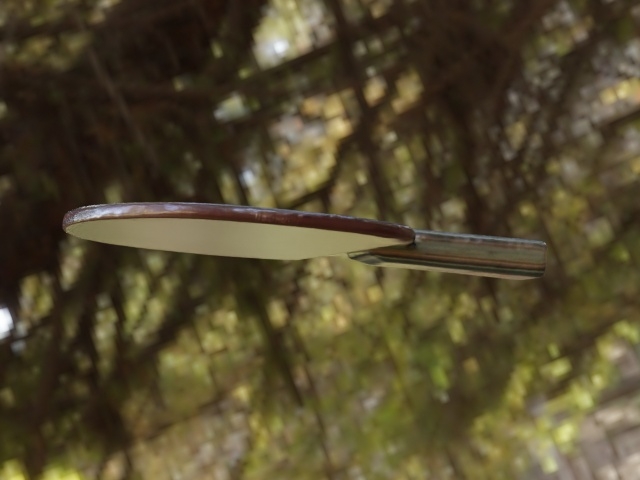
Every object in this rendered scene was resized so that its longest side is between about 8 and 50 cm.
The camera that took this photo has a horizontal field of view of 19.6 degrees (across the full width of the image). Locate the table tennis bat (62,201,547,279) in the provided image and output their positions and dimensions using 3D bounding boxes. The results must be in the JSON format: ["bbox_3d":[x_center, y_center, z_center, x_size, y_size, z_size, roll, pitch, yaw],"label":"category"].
[{"bbox_3d":[0.000,0.000,0.960,0.274,0.021,0.154,6,-7,-29],"label":"table tennis bat"}]
